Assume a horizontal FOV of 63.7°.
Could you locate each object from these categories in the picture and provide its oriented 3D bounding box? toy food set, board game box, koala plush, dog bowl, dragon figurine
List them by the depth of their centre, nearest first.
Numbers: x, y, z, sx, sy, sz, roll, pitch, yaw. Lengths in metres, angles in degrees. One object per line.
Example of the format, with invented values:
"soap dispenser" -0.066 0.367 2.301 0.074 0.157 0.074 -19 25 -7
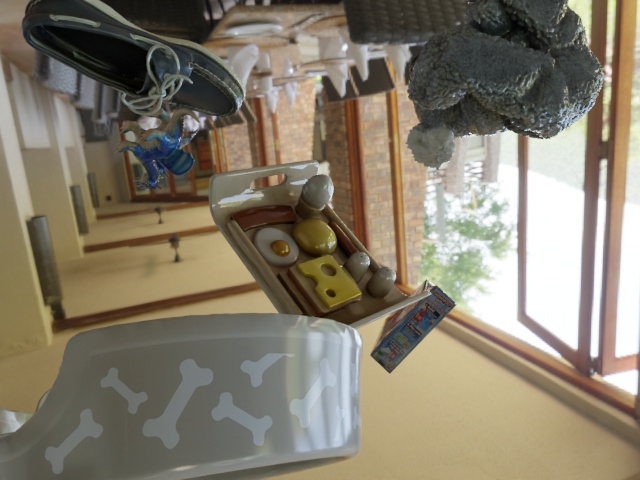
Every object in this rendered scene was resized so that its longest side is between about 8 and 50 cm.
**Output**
"dog bowl" -0.121 0.173 0.473 0.348 0.102 0.349 -8 154 -4
"koala plush" 0.185 -0.185 0.620 0.203 0.196 0.221 27 165 -11
"toy food set" 0.000 0.000 0.771 0.219 0.092 0.306 -16 -123 -42
"dragon figurine" -0.288 -0.183 0.990 0.289 0.085 0.144 -17 150 33
"board game box" 0.206 0.162 1.101 0.194 0.060 0.194 -48 177 23

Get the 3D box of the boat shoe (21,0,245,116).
"boat shoe" -0.204 -0.202 0.600 0.254 0.079 0.095 24 133 -34
